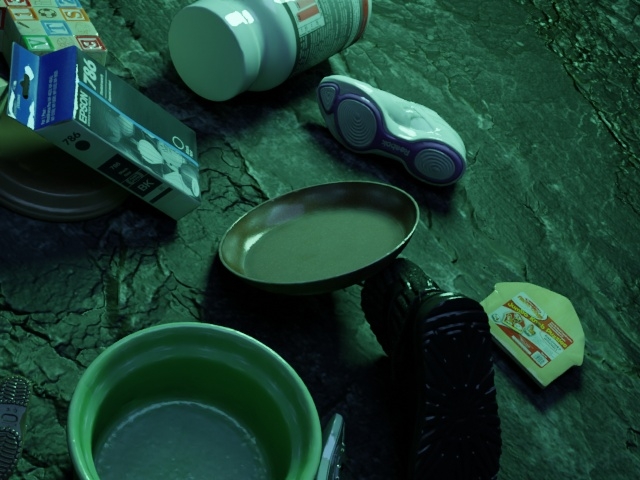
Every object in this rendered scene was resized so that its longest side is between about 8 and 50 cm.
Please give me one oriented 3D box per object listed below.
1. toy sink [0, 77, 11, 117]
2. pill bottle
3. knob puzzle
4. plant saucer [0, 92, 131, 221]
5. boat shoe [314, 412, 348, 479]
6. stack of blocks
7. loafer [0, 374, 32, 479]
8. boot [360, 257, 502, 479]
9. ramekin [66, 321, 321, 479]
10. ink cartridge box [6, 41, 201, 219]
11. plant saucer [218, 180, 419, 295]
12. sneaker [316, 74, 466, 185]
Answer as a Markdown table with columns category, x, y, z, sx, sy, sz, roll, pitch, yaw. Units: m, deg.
| category | x | y | z | sx | sy | sz | roll | pitch | yaw |
| --- | --- | --- | --- | --- | --- | --- | --- | --- | --- |
| toy sink | -0.557 | -0.138 | 1.509 | 0.153 | 0.234 | 0.131 | 22 | 15 | -1 |
| pill bottle | -0.087 | -0.392 | 1.931 | 0.210 | 0.210 | 0.363 | 41 | 45 | 13 |
| knob puzzle | 0.357 | 0.146 | 1.784 | 0.213 | 0.030 | 0.213 | 13 | 46 | -14 |
| plant saucer | -0.416 | -0.144 | 1.670 | 0.278 | 0.041 | 0.277 | 13 | 46 | -14 |
| boat shoe | 0.015 | 0.304 | 1.466 | 0.040 | 0.049 | 0.142 | 26 | 50 | -10 |
| stack of blocks | -0.486 | -0.360 | 1.768 | 0.171 | 0.087 | 0.297 | -8 | 46 | -32 |
| loafer | -0.390 | 0.241 | 1.325 | 0.056 | 0.050 | 0.148 | 17 | 61 | -6 |
| boot | 0.150 | 0.210 | 1.542 | 0.131 | 0.347 | 0.260 | 0 | 8 | -18 |
| ramekin | -0.162 | 0.265 | 1.321 | 0.304 | 0.148 | 0.303 | 8 | 49 | -10 |
| ink cartridge box | -0.317 | -0.174 | 1.616 | 0.333 | 0.065 | 0.165 | 33 | 36 | -41 |
| plant saucer | 0.000 | 0.000 | 1.638 | 0.311 | 0.050 | 0.310 | -9 | 28 | 5 |
| sneaker | 0.130 | -0.208 | 1.962 | 0.305 | 0.114 | 0.152 | 31 | 30 | -2 |
